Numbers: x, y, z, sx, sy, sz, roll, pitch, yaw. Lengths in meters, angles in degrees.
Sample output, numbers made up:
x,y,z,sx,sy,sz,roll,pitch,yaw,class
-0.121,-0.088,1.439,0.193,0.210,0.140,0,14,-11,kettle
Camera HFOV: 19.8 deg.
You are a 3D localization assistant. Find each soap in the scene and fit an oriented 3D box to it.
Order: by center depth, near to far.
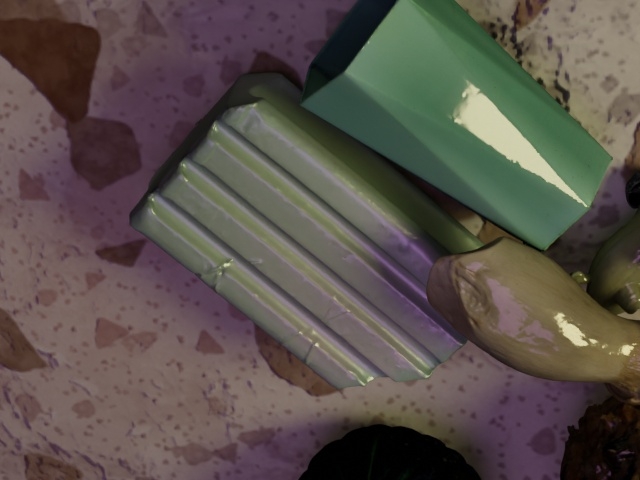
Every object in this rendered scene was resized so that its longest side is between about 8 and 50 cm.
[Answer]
x,y,z,sx,sy,sz,roll,pitch,yaw,class
0.000,0.000,1.585,0.289,0.095,0.173,39,119,-8,soap

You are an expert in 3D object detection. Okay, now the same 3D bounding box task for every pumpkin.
x,y,z,sx,sy,sz,roll,pitch,yaw,class
0.062,0.261,1.677,0.194,0.150,0.194,2,110,5,pumpkin

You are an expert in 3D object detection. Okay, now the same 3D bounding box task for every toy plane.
x,y,z,sx,sy,sz,roll,pitch,yaw,class
0.322,-0.024,1.502,0.108,0.092,0.286,26,124,-26,toy plane

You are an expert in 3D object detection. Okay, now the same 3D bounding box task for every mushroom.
x,y,z,sx,sy,sz,roll,pitch,yaw,class
0.186,0.064,1.487,0.212,0.088,0.097,23,99,-3,mushroom

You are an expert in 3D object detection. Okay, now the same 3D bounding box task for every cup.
x,y,z,sx,sy,sz,roll,pitch,yaw,class
0.113,-0.096,1.483,0.236,0.134,0.148,39,92,-13,cup

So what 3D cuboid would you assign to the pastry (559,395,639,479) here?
x,y,z,sx,sy,sz,roll,pitch,yaw,class
0.323,0.245,1.567,0.193,0.275,0.275,-12,120,-21,pastry
